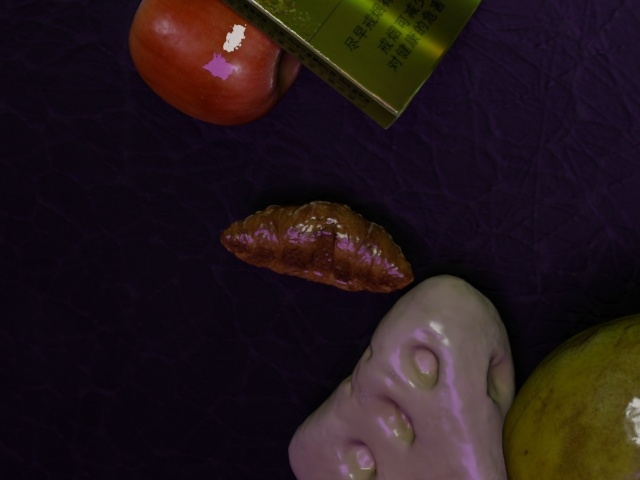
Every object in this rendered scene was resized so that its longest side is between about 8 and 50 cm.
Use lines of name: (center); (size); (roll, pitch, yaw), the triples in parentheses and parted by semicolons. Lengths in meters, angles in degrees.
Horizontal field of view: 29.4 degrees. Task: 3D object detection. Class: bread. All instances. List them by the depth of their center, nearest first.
bread: (0.000, 0.000, 1.431); (0.233, 0.076, 0.105); (11, 137, 8)

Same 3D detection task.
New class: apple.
apple: (-0.107, -0.215, 1.280); (0.199, 0.199, 0.199); (11, 125, 16)

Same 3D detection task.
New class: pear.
pear: (0.355, 0.213, 1.306); (0.287, 0.287, 0.375); (34, 122, -1)

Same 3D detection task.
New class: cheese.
cheese: (0.087, 0.216, 1.502); (0.328, 0.129, 0.351); (-4, 105, 40)

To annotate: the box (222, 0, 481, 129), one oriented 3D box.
box: (-0.007, -0.269, 1.200); (0.311, 0.173, 0.043); (37, 156, -5)
